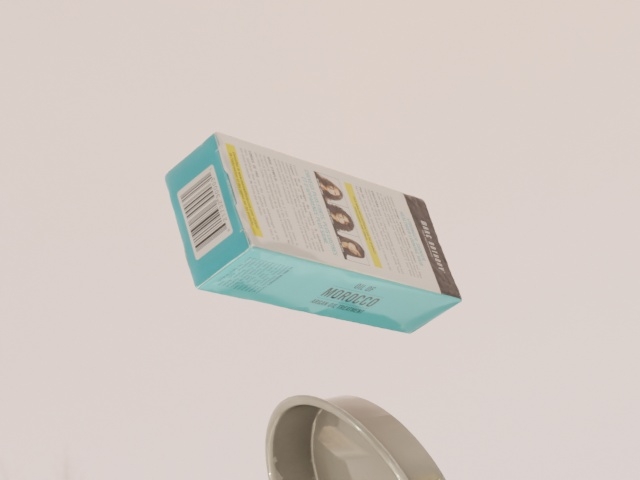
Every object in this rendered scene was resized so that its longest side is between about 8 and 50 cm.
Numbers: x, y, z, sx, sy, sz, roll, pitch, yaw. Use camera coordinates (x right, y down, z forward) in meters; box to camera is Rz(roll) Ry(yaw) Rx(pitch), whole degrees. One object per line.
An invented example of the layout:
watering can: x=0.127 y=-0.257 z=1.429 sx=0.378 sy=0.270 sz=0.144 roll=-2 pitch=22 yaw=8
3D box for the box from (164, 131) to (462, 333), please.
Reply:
box: x=0.000 y=0.000 z=1.019 sx=0.060 sy=0.100 sz=0.244 roll=-36 pitch=-33 yaw=30

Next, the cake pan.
cake pan: x=0.050 y=0.281 z=1.365 sx=0.054 sy=0.293 sz=0.293 roll=-24 pitch=-44 yaw=-31
